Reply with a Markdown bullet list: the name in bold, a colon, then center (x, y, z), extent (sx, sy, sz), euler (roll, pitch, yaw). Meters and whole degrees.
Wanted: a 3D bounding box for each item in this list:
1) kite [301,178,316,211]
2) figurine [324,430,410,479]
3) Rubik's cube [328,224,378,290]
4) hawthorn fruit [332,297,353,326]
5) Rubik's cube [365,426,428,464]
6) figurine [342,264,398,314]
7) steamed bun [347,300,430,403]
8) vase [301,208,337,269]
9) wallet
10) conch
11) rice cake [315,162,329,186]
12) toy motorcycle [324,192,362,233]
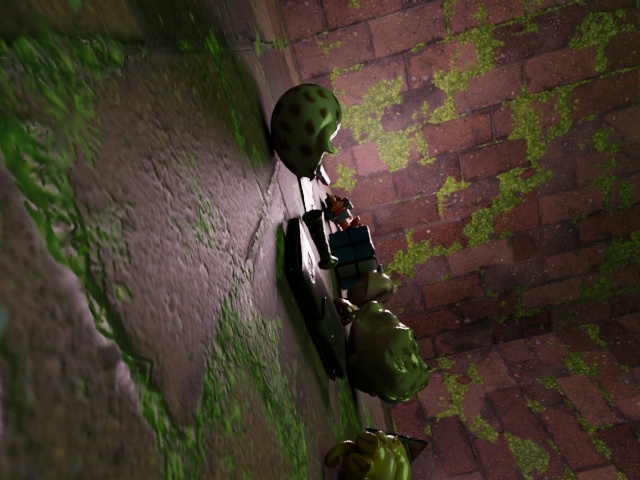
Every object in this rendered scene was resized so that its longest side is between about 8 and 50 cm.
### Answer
- **kite**: center (-0.023, -0.080, 1.398), extent (0.327, 0.013, 0.378), euler (-89, 166, -68)
- **figurine**: center (0.087, 0.388, 0.762), extent (0.156, 0.131, 0.246), euler (-58, 148, -32)
- **Rubik's cube**: center (0.138, 0.071, 1.834), extent (0.180, 0.167, 0.184), euler (71, 8, -50)
- **hawthorn fruit**: center (0.053, 0.188, 1.188), extent (0.077, 0.077, 0.077), euler (-14, 90, -84)
- **Rubik's cube**: center (0.187, 0.639, 1.451), extent (0.190, 0.211, 0.178), euler (51, -15, -6)
- **figurine**: center (0.178, 0.229, 1.668), extent (0.176, 0.186, 0.288), euler (126, -26, -58)
- **steamed bun**: center (0.172, 0.362, 1.380), extent (0.280, 0.207, 0.268), euler (36, -30, 54)
- **vase**: center (0.000, 0.000, 1.202), extent (0.059, 0.059, 0.167), euler (-97, 171, -55)
- **wallet**: center (-0.004, 0.123, 0.912), extent (0.169, 0.044, 0.317), euler (-95, 168, -54)
- **conch**: center (-0.039, -0.261, 1.009), extent (0.148, 0.183, 0.275), euler (37, 19, -19)
- **rice cake**: center (0.002, -0.289, 1.998), extent (0.290, 0.051, 0.081), euler (25, 41, -81)
- **toy motorcycle**: center (0.096, -0.109, 2.102), extent (0.221, 0.147, 0.326), euler (54, 0, 10)
